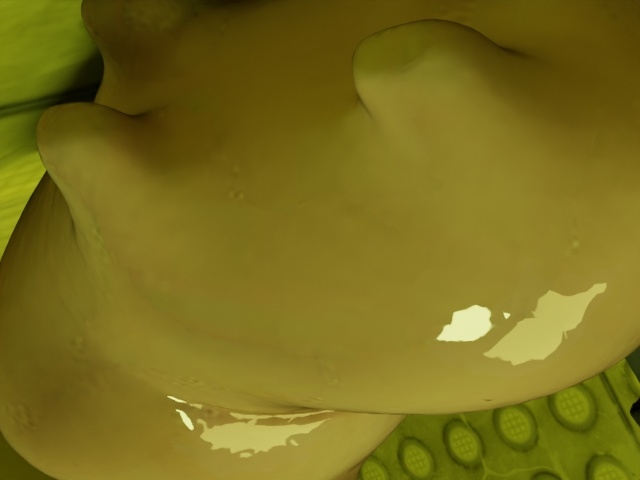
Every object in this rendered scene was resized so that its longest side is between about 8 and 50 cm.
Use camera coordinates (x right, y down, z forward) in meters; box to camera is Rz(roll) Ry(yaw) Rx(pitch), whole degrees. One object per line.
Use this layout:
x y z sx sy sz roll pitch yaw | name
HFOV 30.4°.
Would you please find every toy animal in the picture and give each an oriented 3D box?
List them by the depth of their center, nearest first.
0.000 0.000 0.476 0.326 0.269 0.237 -4 -130 33 | toy animal

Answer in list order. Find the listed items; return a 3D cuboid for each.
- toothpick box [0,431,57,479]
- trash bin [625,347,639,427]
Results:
-0.313 0.174 0.880 0.271 0.175 0.175 -26 175 25 | toothpick box
0.196 -0.058 0.590 0.219 0.250 0.219 -33 174 -4 | trash bin
